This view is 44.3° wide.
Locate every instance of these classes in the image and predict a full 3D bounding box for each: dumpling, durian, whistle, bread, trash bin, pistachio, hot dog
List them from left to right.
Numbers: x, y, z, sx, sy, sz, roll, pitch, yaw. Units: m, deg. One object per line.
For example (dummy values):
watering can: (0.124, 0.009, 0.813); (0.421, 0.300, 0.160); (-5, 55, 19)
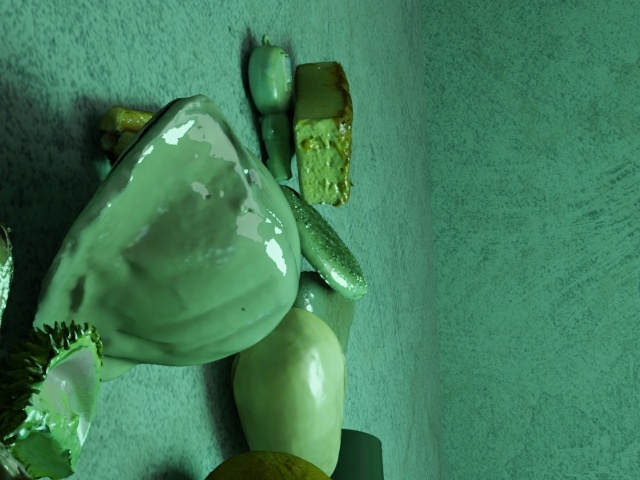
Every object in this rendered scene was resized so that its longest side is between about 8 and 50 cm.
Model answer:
durian: (-0.257, 0.139, 0.706); (0.221, 0.095, 0.137); (117, -14, -62)
dumpling: (-0.165, 0.034, 0.836); (0.315, 0.233, 0.395); (-45, 163, -26)
hot dog: (-0.196, -0.117, 1.007); (0.076, 0.102, 0.249); (-55, 167, 16)
whistle: (-0.080, -0.235, 1.401); (0.126, 0.067, 0.258); (-36, 123, -72)
pistachio: (-0.042, 0.246, 1.241); (0.187, 0.187, 0.299); (-55, 140, -62)
bread: (-0.010, 0.151, 1.490); (0.337, 0.101, 0.183); (25, 66, -71)
bread: (0.000, 0.000, 1.423); (0.267, 0.040, 0.267); (49, 10, -12)
bread: (0.007, -0.207, 1.482); (0.275, 0.114, 0.185); (-89, 174, -57)
trash bin: (0.025, 0.511, 1.354); (0.214, 0.214, 0.334); (60, 29, -54)

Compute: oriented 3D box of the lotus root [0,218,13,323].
lotus root: (-0.318, 0.027, 0.636); (0.143, 0.070, 0.144); (53, 42, -49)

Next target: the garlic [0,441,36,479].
garlic: (-0.289, 0.199, 0.540); (0.256, 0.207, 0.207); (40, 48, -51)

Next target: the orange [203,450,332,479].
orange: (-0.065, 0.413, 1.030); (0.264, 0.264, 0.264); (-4, 90, -72)
